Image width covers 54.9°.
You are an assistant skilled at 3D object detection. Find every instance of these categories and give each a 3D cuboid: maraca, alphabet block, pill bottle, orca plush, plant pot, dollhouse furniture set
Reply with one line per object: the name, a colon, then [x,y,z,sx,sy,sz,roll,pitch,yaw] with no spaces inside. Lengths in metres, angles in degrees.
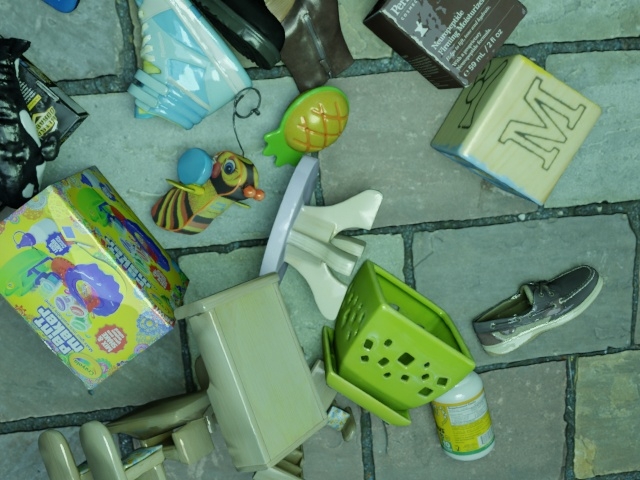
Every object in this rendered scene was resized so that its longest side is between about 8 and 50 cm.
maraca: [-0.026,-0.209,1.145,0.185,0.099,0.127,-40,138,9]
alphabet block: [0.353,-0.207,1.145,0.193,0.192,0.197,28,100,-14]
pill bottle: [0.292,0.344,1.302,0.117,0.117,0.209,-16,105,-2]
orca plush: [-0.516,-0.188,1.019,0.151,0.102,0.287,14,101,-10]
plant pot: [0.130,0.208,1.203,0.227,0.228,0.207,35,103,-13]
dollhouse furniture set: [-0.220,0.239,1.028,0.394,0.362,0.257,-21,89,37]
dollhouse furniture set: [-0.032,0.363,1.247,0.212,0.161,0.242,29,98,-12]

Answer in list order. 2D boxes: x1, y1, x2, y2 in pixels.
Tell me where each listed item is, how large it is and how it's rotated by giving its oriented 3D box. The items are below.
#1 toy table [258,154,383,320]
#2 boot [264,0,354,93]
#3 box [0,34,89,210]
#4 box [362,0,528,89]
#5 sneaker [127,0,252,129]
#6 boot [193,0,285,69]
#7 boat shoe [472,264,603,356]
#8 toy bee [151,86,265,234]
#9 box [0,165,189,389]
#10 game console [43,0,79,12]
toy table: [0.000,0.000,1.139,0.160,0.252,0.274,21,112,5]
boot: [0.008,-0.416,1.126,0.248,0.090,0.207,-36,116,1]
box: [-0.624,-0.196,1.096,0.257,0.079,0.322,42,95,-16]
box: [0.214,-0.396,1.095,0.203,0.167,0.168,37,97,-13]
sneaker: [-0.293,-0.333,1.076,0.208,0.127,0.319,-40,103,2]
boot: [-0.107,-0.471,1.000,0.260,0.131,0.348,-42,71,5]
boat shoe: [0.447,0.132,1.280,0.285,0.103,0.092,-34,109,8]
toy bee: [-0.183,-0.103,1.100,0.195,0.162,0.298,-10,140,-42]
box: [-0.398,0.049,1.074,0.177,0.279,0.290,-36,105,3]
game console: [-0.481,-0.589,1.046,0.293,0.173,0.250,33,128,-12]
